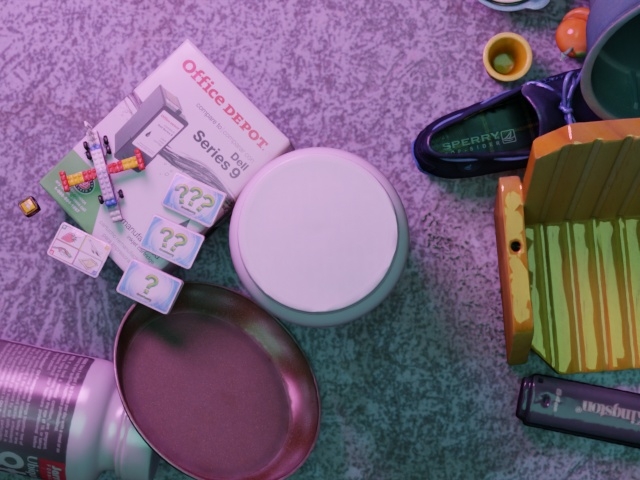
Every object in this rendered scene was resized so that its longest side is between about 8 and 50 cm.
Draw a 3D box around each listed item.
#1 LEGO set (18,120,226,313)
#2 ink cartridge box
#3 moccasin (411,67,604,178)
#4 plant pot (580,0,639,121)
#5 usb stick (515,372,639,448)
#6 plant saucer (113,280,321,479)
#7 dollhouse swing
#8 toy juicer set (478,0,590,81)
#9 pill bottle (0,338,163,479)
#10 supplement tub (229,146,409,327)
[{"bbox_3d":[-0.272,-0.036,1.771,0.244,0.060,0.182,26,85,4],"label":"LEGO set"},{"bbox_3d":[-0.208,-0.104,1.860,0.289,0.121,0.211,-45,86,-1],"label":"ink cartridge box"},{"bbox_3d":[0.299,-0.154,1.854,0.342,0.117,0.137,-22,86,0],"label":"moccasin"},{"bbox_3d":[0.488,-0.365,1.742,0.341,0.341,0.334,-3,61,1],"label":"plant pot"},{"bbox_3d":[0.413,0.245,1.863,0.278,0.045,0.077,11,88,2],"label":"usb stick"},{"bbox_3d":[-0.142,0.198,1.797,0.310,0.310,0.050,46,133,3],"label":"plant saucer"},{"bbox_3d":[0.422,0.015,1.750,0.347,0.305,0.315,-4,86,0],"label":"dollhouse swing"},{"bbox_3d":[0.299,-0.396,1.884,0.209,0.089,0.329,-13,86,1],"label":"toy juicer set"},{"bbox_3d":[-0.371,0.234,1.816,0.319,0.176,0.176,11,87,2],"label":"pill bottle"},{"bbox_3d":[0.000,0.000,1.752,0.228,0.316,0.228,0,86,1],"label":"supplement tub"}]
